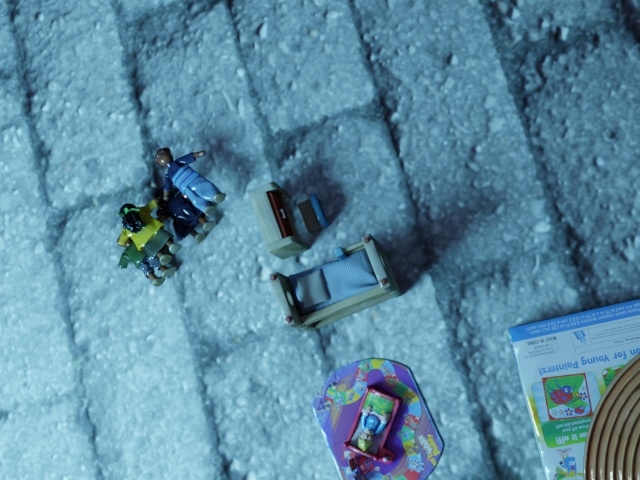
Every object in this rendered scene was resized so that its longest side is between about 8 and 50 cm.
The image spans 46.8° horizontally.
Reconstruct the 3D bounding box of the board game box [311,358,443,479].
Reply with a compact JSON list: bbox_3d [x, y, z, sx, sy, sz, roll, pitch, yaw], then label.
[{"bbox_3d":[0.066,0.228,0.896,0.133,0.033,0.169,-25,77,7],"label":"board game box"}]

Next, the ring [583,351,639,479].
[{"bbox_3d":[0.445,0.249,0.759,0.336,0.032,0.337,-2,81,12],"label":"ring"}]

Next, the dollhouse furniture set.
[{"bbox_3d":[0.000,0.000,0.898,0.129,0.129,0.184,-23,77,8],"label":"dollhouse furniture set"}]

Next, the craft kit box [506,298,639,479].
[{"bbox_3d":[0.362,0.192,0.828,0.249,0.061,0.247,-13,76,10],"label":"craft kit box"}]

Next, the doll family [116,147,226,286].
[{"bbox_3d":[-0.209,-0.038,0.983,0.111,0.076,0.193,43,86,20],"label":"doll family"}]
